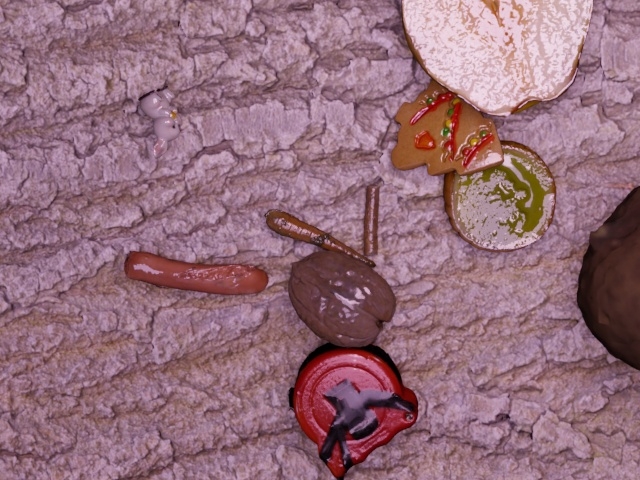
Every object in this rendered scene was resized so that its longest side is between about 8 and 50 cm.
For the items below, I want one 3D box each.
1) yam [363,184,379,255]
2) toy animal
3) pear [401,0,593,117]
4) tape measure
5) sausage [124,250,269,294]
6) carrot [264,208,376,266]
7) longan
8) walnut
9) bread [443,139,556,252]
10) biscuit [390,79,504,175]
[{"bbox_3d":[0.104,-0.040,1.943,0.032,0.032,0.146,3,100,4],"label":"yam"},{"bbox_3d":[-0.319,-0.240,1.919,0.085,0.071,0.124,-26,98,8],"label":"toy animal"},{"bbox_3d":[0.319,-0.428,1.767,0.340,0.191,0.387,-16,100,6],"label":"pear"},{"bbox_3d":[0.058,0.337,1.977,0.253,0.114,0.260,-37,96,10],"label":"tape measure"},{"bbox_3d":[-0.260,0.072,1.974,0.304,0.078,0.078,8,102,3],"label":"sausage"},{"bbox_3d":[0.000,0.000,1.957,0.254,0.049,0.049,24,102,-5],"label":"carrot"},{"bbox_3d":[0.665,0.065,1.736,0.390,0.391,0.391,1,101,5],"label":"longan"},{"bbox_3d":[0.034,0.114,1.914,0.230,0.178,0.178,36,102,9],"label":"walnut"},{"bbox_3d":[0.354,-0.089,1.892,0.236,0.070,0.236,1,102,5],"label":"bread"},{"bbox_3d":[0.251,-0.206,1.846,0.238,0.041,0.212,29,89,25],"label":"biscuit"}]
